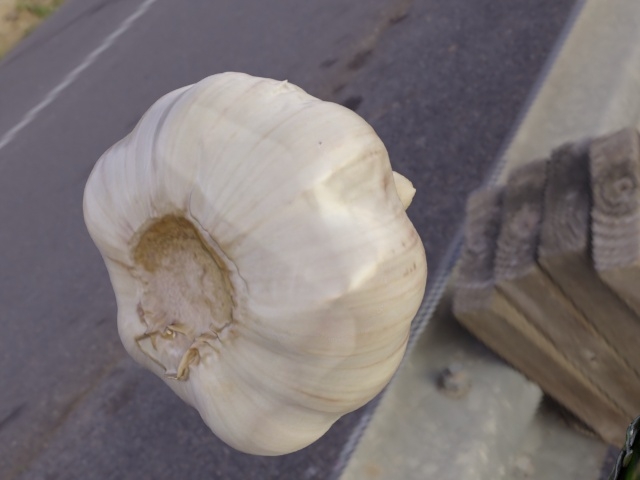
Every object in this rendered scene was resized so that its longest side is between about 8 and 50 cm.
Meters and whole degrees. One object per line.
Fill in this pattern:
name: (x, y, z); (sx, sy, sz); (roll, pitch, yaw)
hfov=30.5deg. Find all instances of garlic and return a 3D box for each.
garlic: (0.000, 0.000, 0.643); (0.199, 0.199, 0.226); (-14, 4, 40)

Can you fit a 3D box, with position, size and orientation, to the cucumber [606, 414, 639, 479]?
cucumber: (0.112, 0.035, 0.262); (0.069, 0.069, 0.227); (-66, -4, -52)
